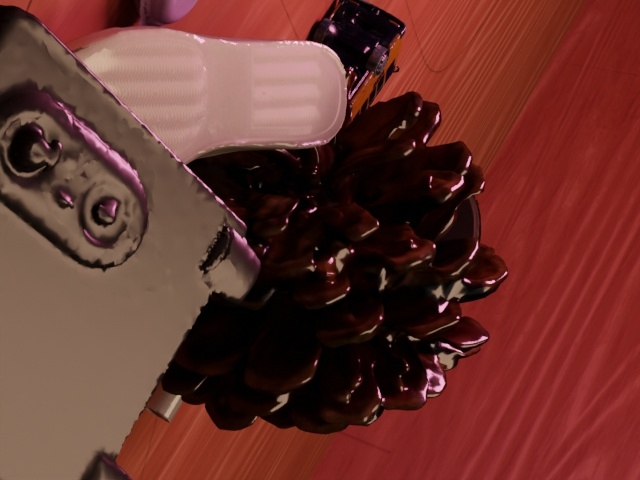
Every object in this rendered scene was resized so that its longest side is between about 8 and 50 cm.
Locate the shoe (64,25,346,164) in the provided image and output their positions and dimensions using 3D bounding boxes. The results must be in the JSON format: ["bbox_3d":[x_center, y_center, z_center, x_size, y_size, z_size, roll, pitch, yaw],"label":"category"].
[{"bbox_3d":[-0.152,-0.117,1.271,0.363,0.160,0.132,-12,103,-45],"label":"shoe"}]

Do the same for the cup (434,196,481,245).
[{"bbox_3d":[0.059,-0.045,1.887,0.203,0.203,0.288,-65,-158,7],"label":"cup"}]

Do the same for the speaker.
[{"bbox_3d":[-0.206,0.021,0.916,0.254,0.184,0.232,46,66,-40],"label":"speaker"}]

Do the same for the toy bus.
[{"bbox_3d":[0.018,-0.189,1.826,0.201,0.098,0.114,-56,168,-25],"label":"toy bus"}]

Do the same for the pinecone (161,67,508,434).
[{"bbox_3d":[0.000,0.000,1.528,0.398,0.397,0.398,-58,167,-23],"label":"pinecone"}]

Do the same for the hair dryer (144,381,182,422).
[{"bbox_3d":[-0.167,0.177,1.959,0.155,0.044,0.183,-58,169,-16],"label":"hair dryer"}]

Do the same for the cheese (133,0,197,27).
[{"bbox_3d":[-0.111,-0.258,1.284,0.191,0.042,0.105,-62,168,5],"label":"cheese"}]
